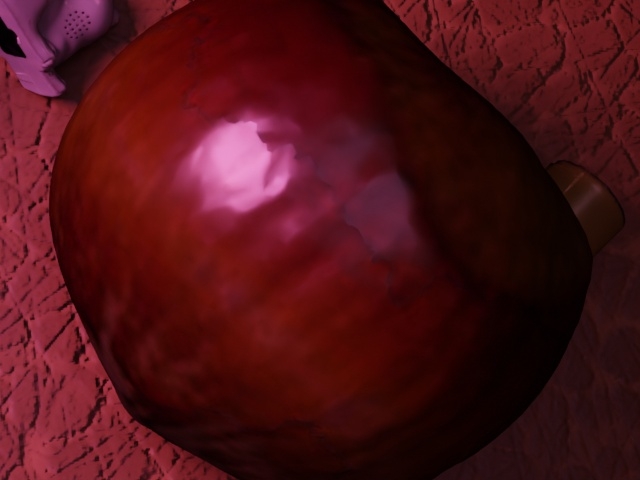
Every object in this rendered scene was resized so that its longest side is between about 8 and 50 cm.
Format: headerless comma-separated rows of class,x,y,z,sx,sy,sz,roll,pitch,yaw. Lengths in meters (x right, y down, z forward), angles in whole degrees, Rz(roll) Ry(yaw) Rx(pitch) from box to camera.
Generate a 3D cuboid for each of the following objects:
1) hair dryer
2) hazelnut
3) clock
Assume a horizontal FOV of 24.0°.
hair dryer,0.138,-0.066,1.400,0.135,0.090,0.279,-43,85,-15
hazelnut,0.000,0.000,1.196,0.402,0.402,0.429,-41,97,-17
clock,-0.245,-0.224,1.306,0.117,0.080,0.176,-54,137,-25
